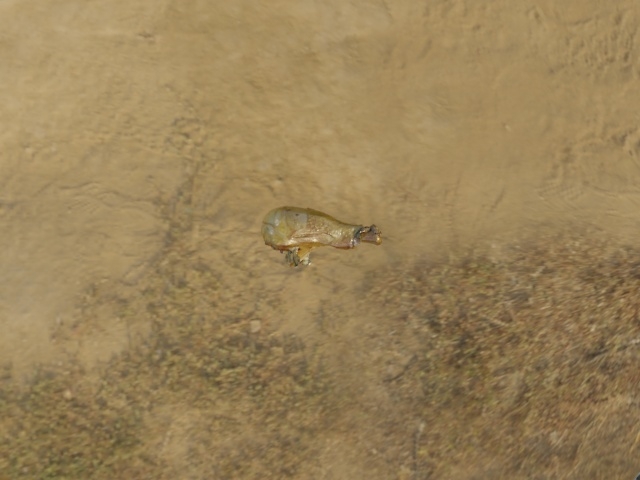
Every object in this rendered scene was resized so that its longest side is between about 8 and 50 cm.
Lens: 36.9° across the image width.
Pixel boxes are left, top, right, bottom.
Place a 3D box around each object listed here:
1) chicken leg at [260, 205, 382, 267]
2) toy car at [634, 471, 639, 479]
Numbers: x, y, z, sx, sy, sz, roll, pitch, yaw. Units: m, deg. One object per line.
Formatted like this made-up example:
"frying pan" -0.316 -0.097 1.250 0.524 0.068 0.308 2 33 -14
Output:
"chicken leg" 0.000 -0.003 1.575 0.208 0.085 0.101 5 96 15
"toy car" 0.478 0.391 1.360 0.095 0.205 0.056 -32 100 36
